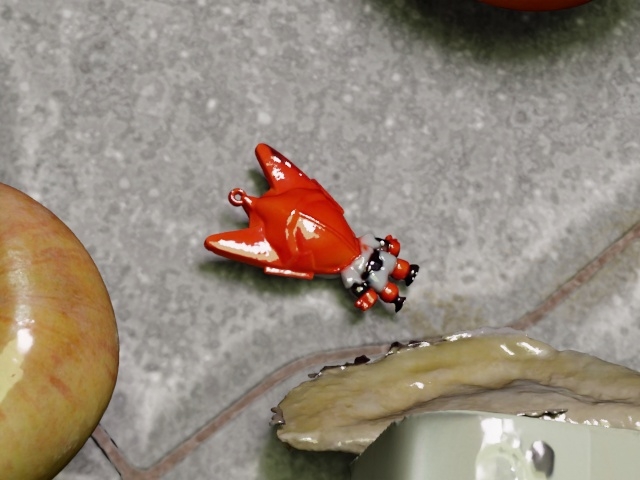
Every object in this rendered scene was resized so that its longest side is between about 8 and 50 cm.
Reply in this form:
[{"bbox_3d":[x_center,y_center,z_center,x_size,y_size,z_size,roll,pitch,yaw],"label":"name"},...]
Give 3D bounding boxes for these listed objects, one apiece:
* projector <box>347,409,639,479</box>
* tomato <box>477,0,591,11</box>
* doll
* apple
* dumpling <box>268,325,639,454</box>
[{"bbox_3d":[0.143,0.270,0.860,0.248,0.248,0.249,10,66,-8],"label":"projector"},{"bbox_3d":[0.182,-0.361,1.095,0.321,0.321,0.321,4,67,-10],"label":"tomato"},{"bbox_3d":[0.000,0.000,1.047,0.169,0.057,0.109,26,63,1],"label":"doll"},{"bbox_3d":[-0.264,0.075,0.888,0.261,0.194,0.261,5,65,-11],"label":"apple"},{"bbox_3d":[0.132,0.137,1.002,0.332,0.166,0.086,2,109,6],"label":"dumpling"}]
